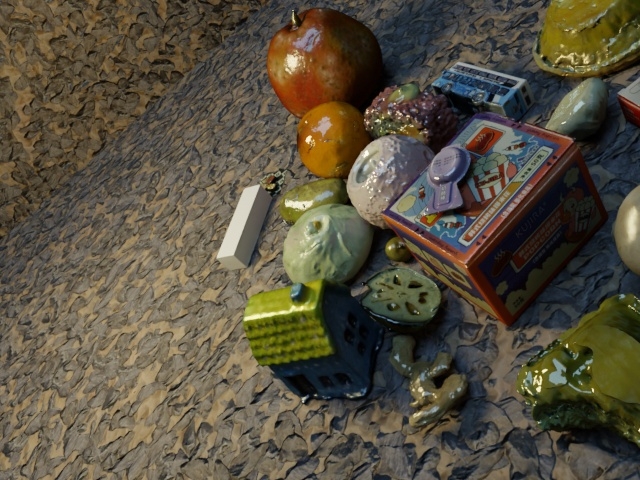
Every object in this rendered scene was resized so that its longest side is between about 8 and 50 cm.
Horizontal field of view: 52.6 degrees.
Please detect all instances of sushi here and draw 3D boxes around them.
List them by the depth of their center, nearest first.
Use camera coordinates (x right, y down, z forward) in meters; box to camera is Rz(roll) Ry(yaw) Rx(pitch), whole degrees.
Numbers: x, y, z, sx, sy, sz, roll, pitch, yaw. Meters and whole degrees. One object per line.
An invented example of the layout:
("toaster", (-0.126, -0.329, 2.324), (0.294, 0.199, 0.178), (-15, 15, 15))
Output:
("sushi", (0.266, -0.342, 1.867), (0.171, 0.237, 0.270), (-43, 35, -18))
("sushi", (-0.184, -0.203, 2.290), (0.120, 0.026, 0.126), (-15, 45, 32))

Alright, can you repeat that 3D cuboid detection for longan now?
("longan", (0.207, 0.021, 1.688), (0.075, 0.083, 0.075), (-1, 76, 6))

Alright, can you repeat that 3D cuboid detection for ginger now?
("ginger", (0.236, 0.290, 1.426), (0.149, 0.065, 0.259), (-23, 34, 5))

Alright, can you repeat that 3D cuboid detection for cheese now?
("cheese", (0.272, -0.137, 1.398), (0.105, 0.042, 0.191), (-13, 46, 37))

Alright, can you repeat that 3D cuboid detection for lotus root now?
("lotus root", (0.192, 0.155, 1.555), (0.183, 0.078, 0.203), (-33, 47, -31))

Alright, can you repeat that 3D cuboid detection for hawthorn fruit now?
("hawthorn fruit", (0.005, -0.631, 2.246), (0.402, 0.403, 0.403), (-24, 41, 23))

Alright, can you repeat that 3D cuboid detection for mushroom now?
("mushroom", (0.670, -0.011, 1.256), (0.206, 0.209, 0.207), (-4, 64, 8))

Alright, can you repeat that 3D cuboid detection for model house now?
("model house", (-0.023, 0.212, 1.543), (0.237, 0.303, 0.216), (-15, 39, 32))

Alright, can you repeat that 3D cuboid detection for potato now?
("potato", (-0.015, -0.118, 1.996), (0.251, 0.113, 0.150), (-12, 40, 22))

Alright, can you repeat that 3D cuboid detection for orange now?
("orange", (0.043, -0.307, 2.012), (0.246, 0.246, 0.246), (-24, 41, 23))

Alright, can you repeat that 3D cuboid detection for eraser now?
("eraser", (-0.249, -0.045, 2.156), (0.078, 0.076, 0.298), (-11, 48, 35))

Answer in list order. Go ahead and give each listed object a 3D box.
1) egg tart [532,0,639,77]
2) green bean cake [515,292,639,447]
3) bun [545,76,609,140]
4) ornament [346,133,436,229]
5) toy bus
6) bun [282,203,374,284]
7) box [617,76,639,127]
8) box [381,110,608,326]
("egg tart", (0.751, -0.612, 1.757), (0.387, 0.169, 0.388), (-26, 42, 27))
("green bean cake", (0.508, 0.261, 1.095), (0.285, 0.202, 0.310), (-41, 37, 5))
("bun", (0.645, -0.308, 1.599), (0.183, 0.102, 0.183), (-52, 4, 5))
("ornament", (0.204, -0.149, 1.728), (0.259, 0.225, 0.260), (-49, 25, 33))
("toy bus", (0.463, -0.422, 1.870), (0.131, 0.106, 0.297), (-44, 39, -6))
("bun", (0.000, 0.000, 1.809), (0.283, 0.179, 0.283), (-27, 39, 24))
("box", (0.805, -0.339, 1.489), (0.182, 0.099, 0.133), (-36, 40, 9))
("box", (0.386, -0.062, 1.467), (0.349, 0.257, 0.318), (-45, 36, -4))
